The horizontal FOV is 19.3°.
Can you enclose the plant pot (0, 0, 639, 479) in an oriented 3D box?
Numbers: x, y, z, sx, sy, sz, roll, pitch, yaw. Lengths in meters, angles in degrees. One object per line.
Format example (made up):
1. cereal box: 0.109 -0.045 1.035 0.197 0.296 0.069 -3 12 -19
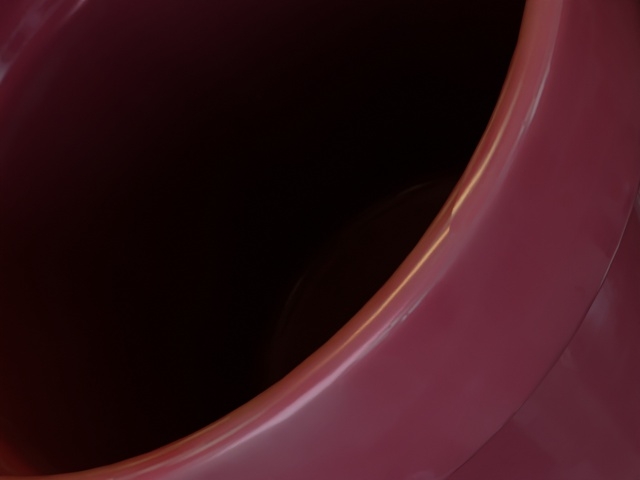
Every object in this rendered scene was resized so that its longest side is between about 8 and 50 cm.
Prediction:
1. plant pot: 0.000 0.000 0.461 0.201 0.201 0.180 -31 142 12
